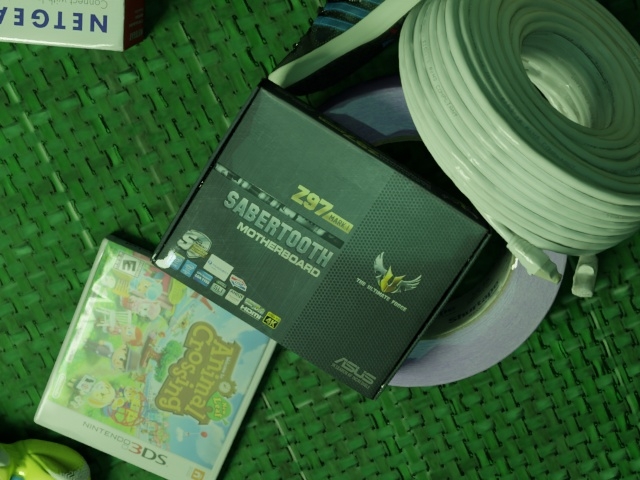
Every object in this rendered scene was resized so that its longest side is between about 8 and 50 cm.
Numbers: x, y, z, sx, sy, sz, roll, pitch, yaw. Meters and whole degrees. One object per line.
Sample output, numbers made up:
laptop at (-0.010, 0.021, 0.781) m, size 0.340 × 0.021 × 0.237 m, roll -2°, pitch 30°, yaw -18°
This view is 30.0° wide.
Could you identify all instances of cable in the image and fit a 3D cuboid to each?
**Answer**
cable at (0.180, -0.112, 0.966) m, size 0.257 × 0.257 × 0.089 m, roll 43°, pitch 134°, yaw -4°

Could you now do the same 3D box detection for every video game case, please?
video game case at (-0.159, 0.125, 1.178) m, size 0.193 × 0.023 × 0.212 m, roll 23°, pitch 106°, yaw -2°

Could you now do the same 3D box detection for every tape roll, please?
tape roll at (0.082, -0.010, 1.087) m, size 0.274 × 0.090 × 0.275 m, roll 1°, pitch 104°, yaw 4°

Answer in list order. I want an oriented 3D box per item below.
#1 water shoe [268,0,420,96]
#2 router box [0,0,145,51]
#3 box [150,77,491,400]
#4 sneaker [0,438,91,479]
water shoe at (0.030, -0.205, 1.058) m, size 0.203 × 0.073 × 0.080 m, roll -34°, pitch 79°, yaw 8°
router box at (-0.317, -0.330, 1.036) m, size 0.335 × 0.082 × 0.301 m, roll 5°, pitch 105°, yaw 3°
box at (0.000, 0.000, 1.019) m, size 0.232 × 0.059 × 0.183 m, roll 33°, pitch 104°, yaw -5°
sneaker at (-0.356, 0.249, 1.194) m, size 0.240 × 0.091 × 0.126 m, roll 16°, pitch 107°, yaw -1°
